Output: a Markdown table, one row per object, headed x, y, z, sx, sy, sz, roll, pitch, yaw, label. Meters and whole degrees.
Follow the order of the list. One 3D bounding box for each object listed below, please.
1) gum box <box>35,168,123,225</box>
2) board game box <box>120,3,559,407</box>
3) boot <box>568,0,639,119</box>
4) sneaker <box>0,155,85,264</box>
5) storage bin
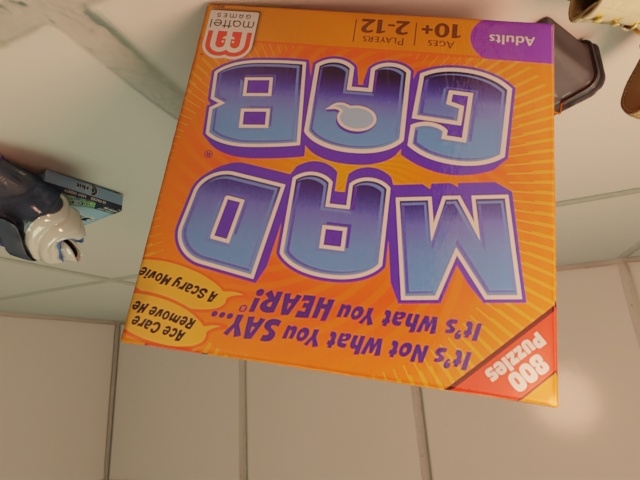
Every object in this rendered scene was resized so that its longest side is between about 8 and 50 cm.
| x | y | z | sx | sy | sz | roll | pitch | yaw | label |
| --- | --- | --- | --- | --- | --- | --- | --- | --- | --- |
| -0.537 | -0.078 | 0.858 | 0.184 | 0.041 | 0.157 | -13 | 160 | 30 | gum box |
| 0.042 | -0.015 | 0.539 | 0.356 | 0.357 | 0.356 | 7 | 164 | 6 | board game box |
| 0.336 | -0.225 | 0.434 | 0.165 | 0.077 | 0.213 | -1 | 140 | -4 | boot |
| -0.576 | -0.009 | 0.764 | 0.322 | 0.130 | 0.236 | -26 | 123 | 31 | sneaker |
| 0.269 | -0.207 | 0.534 | 0.091 | 0.098 | 0.135 | 19 | 154 | -30 | storage bin |
